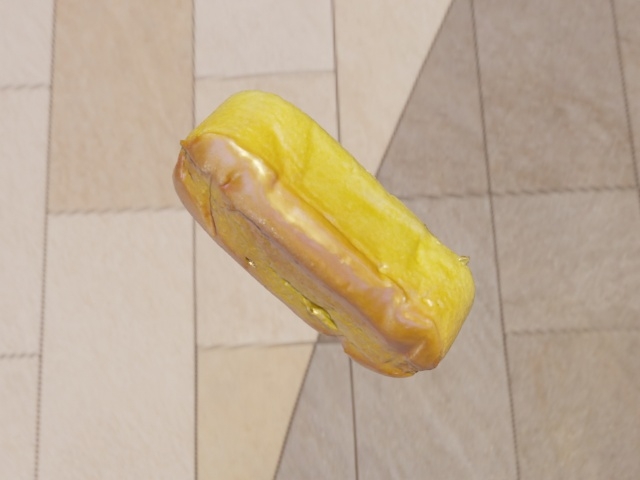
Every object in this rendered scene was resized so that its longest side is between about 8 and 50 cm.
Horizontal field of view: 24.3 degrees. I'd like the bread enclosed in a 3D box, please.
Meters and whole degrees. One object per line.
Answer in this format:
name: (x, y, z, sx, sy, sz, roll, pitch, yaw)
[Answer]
bread: (0.000, 0.000, 1.072, 0.245, 0.102, 0.094, 43, 50, -8)
